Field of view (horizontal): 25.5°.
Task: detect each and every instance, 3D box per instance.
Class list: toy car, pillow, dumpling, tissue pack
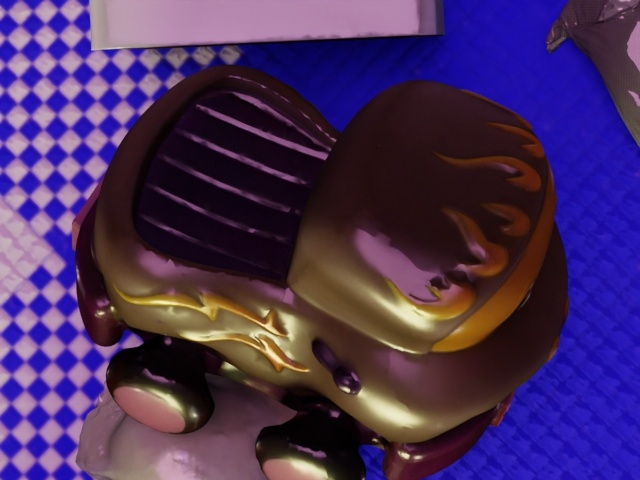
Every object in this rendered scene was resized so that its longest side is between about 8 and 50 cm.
[{"bbox_3d":[0.000,0.000,0.940,0.340,0.240,0.271,22,58,7],"label":"toy car"},{"bbox_3d":[0.293,-0.113,1.048,0.169,0.059,0.255,-31,78,0],"label":"pillow"},{"bbox_3d":[-0.078,0.149,1.039,0.181,0.111,0.155,26,67,-10],"label":"dumpling"},{"bbox_3d":[-0.035,-0.212,1.040,0.246,0.159,0.136,-1,98,8],"label":"tissue pack"}]
